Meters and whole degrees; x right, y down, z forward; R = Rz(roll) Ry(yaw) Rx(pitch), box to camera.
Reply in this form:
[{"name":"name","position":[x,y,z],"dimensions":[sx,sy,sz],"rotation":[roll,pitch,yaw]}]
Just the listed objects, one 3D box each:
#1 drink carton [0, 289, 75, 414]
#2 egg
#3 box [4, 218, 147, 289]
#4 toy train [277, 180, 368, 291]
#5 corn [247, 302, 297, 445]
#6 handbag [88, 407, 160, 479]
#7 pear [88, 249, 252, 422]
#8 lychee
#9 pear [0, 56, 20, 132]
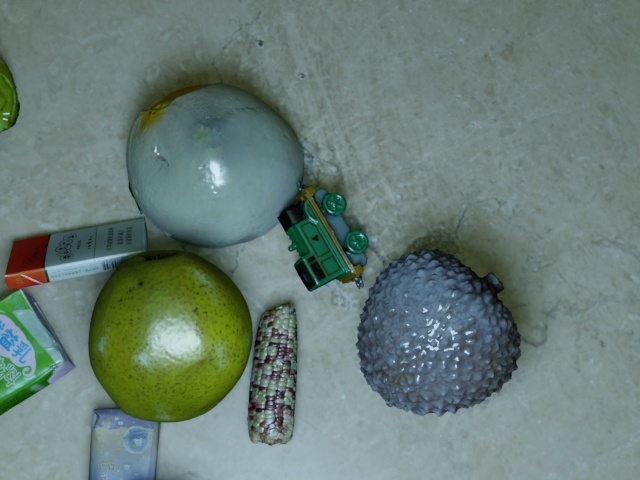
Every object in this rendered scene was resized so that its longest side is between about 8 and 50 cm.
[{"name":"drink carton","position":[-0.584,0.227,1.597],"dimensions":[0.271,0.108,0.161],"rotation":[-33,78,-10]},{"name":"egg","position":[-0.194,-0.150,1.668],"dimensions":[0.337,0.201,0.337],"rotation":[0,79,-2]},{"name":"box","position":[-0.433,0.022,1.651],"dimensions":[0.245,0.139,0.035],"rotation":[-12,119,-6]},{"name":"toy train","position":[0.000,0.000,1.672],"dimensions":[0.136,0.091,0.227],"rotation":[-31,87,-20]},{"name":"corn","position":[-0.082,0.233,1.625],"dimensions":[0.086,0.086,0.253],"rotation":[3,74,-1]},{"name":"handbag","position":[-0.336,0.374,1.575],"dimensions":[0.117,0.095,0.173],"rotation":[0,72,-1]},{"name":"pear","position":[-0.254,0.152,1.544],"dimensions":[0.294,0.294,0.294],"rotation":[1,75,-2]},{"name":"lychee","position":[0.190,0.154,1.546],"dimensions":[0.300,0.300,0.300],"rotation":[1,75,-2]},{"name":"pear","position":[-0.661,-0.282,1.659],"dimensions":[0.164,0.255,0.238],"rotation":[23,71,6]}]
